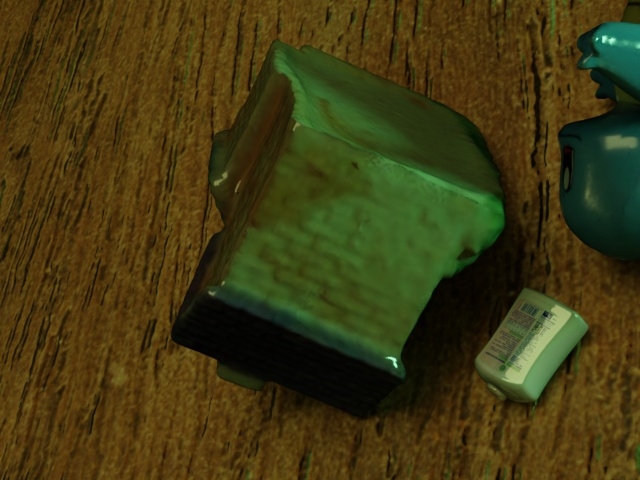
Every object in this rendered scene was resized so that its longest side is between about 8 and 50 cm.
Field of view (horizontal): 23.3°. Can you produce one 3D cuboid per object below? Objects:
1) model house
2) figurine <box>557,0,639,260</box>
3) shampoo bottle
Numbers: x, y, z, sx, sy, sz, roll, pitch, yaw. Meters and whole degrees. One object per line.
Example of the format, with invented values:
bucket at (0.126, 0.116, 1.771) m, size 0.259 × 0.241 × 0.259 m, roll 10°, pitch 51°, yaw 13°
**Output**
model house at (0.000, 0.000, 1.461) m, size 0.312 × 0.245 × 0.280 m, roll -95°, pitch 29°, yaw -67°
figurine at (0.335, -0.185, 1.324) m, size 0.416 × 0.243 × 0.298 m, roll -44°, pitch 0°, yaw 7°
shampoo bottle at (0.180, 0.097, 1.359) m, size 0.072 × 0.043 × 0.099 m, roll 28°, pitch 80°, yaw 46°
